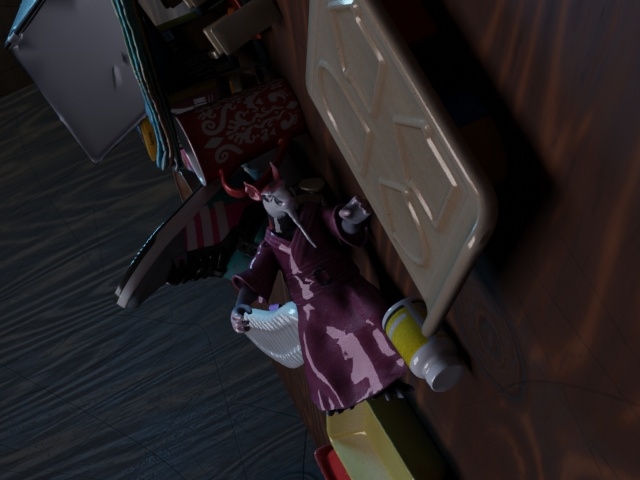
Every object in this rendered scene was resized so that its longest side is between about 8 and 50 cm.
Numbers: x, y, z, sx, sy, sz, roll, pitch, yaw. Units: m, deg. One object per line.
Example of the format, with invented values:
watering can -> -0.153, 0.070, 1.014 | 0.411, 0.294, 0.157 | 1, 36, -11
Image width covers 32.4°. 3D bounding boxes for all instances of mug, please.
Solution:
mug -> -0.109, -0.148, 1.610 | 0.150, 0.169, 0.113 | 65, 169, -8

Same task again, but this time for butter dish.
butter dish -> 0.096, 0.420, 2.082 | 0.160, 0.160, 0.118 | 60, 146, 29

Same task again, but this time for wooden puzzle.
wooden puzzle -> 0.079, -0.109, 1.043 | 0.322, 0.081, 0.347 | 97, 151, -71

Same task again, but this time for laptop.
laptop -> -0.375, -0.419, 1.952 | 0.382, 0.236, 0.407 | -31, 41, 49

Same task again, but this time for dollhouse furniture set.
dollhouse furniture set -> -0.107, -0.274, 1.722 | 0.114, 0.081, 0.090 | -10, -94, -68
dollhouse furniture set -> -0.160, -0.388, 1.529 | 0.259, 0.135, 0.262 | 56, 173, -18

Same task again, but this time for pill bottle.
pill bottle -> 0.130, 0.130, 1.367 | 0.116, 0.065, 0.065 | 56, 167, 41

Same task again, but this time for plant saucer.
plant saucer -> 0.116, 0.362, 1.872 | 0.332, 0.081, 0.332 | 89, 155, -49
plant saucer -> -0.223, -0.056, 2.089 | 0.198, 0.036, 0.198 | 58, 165, 25

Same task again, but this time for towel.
towel -> -0.277, -0.311, 1.625 | 0.271, 0.040, 0.370 | -116, 11, -61

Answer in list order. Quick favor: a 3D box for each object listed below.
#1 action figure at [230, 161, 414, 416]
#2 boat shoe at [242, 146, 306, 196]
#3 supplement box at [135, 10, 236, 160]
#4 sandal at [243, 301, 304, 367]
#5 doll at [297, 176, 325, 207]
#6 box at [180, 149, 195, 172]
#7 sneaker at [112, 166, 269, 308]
action figure -> 0.018, 0.052, 1.562 | 0.370, 0.248, 0.276 | 64, -163, 0
boat shoe -> -0.136, -0.145, 1.858 | 0.156, 0.136, 0.367 | 68, 167, -17
supplement box -> -0.268, -0.284, 2.026 | 0.194, 0.191, 0.129 | 59, 167, 31
sandal -> -0.059, 0.192, 2.414 | 0.169, 0.102, 0.416 | 51, 159, -11
doll -> 0.000, 0.000, 1.687 | 0.129, 0.046, 0.189 | -75, -22, -45
box -> -0.175, -0.118, 2.149 | 0.256, 0.123, 0.128 | 61, 168, 20
sneaker -> -0.156, 0.031, 1.638 | 0.178, 0.295, 0.124 | 40, 152, 1
